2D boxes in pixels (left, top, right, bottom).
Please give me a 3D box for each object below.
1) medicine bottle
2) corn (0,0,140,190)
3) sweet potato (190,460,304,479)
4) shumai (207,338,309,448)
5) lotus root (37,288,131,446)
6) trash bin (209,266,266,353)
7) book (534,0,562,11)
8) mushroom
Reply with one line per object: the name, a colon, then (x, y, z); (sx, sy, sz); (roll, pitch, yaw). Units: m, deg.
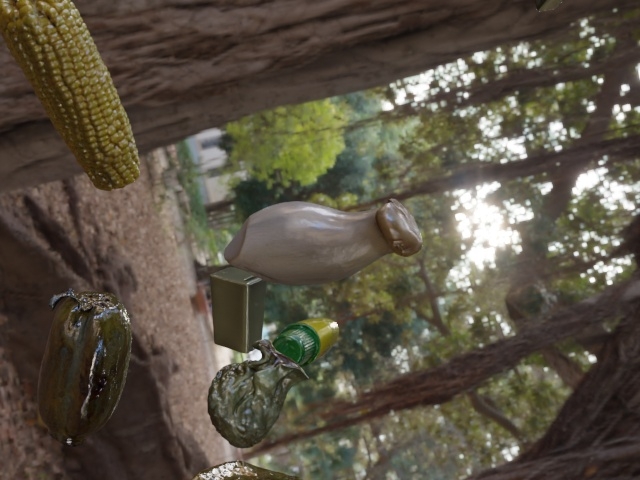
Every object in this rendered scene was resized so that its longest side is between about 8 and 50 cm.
medicine bottle: (-0.033, 0.175, 1.293); (0.076, 0.111, 0.309); (57, 4, 8)
corn: (-0.318, -0.198, 0.982); (0.101, 0.102, 0.310); (-114, -177, -56)
sweet potato: (-0.144, 0.432, 1.084); (0.369, 0.158, 0.157); (-63, -147, 36)
shumai: (-0.047, 0.131, 0.651); (0.083, 0.081, 0.082); (48, 28, -51)
lotus root: (-0.361, 0.191, 1.166); (0.123, 0.124, 0.240); (-24, 130, -72)
trash bin: (-0.101, 0.086, 0.930); (0.043, 0.061, 0.092); (-20, 117, -54)
book: (0.240, -0.400, 0.770); (0.202, 0.027, 0.264); (129, -49, -77)
mushroom: (0.000, -0.002, 0.811); (0.097, 0.213, 0.088); (64, 25, -53)
